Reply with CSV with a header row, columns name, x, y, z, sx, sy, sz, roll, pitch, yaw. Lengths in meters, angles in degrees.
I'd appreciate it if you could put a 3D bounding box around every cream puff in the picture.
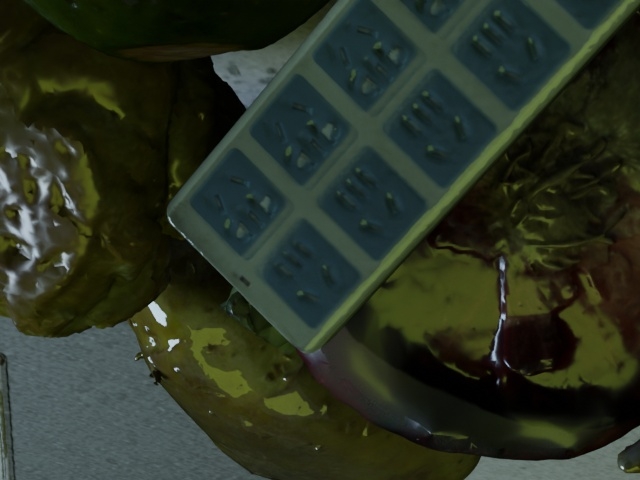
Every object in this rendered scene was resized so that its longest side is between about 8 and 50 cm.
name,x,y,z,sx,sy,sz,roll,pitch,yaw
cream puff,-0.162,-0.066,1.033,0.196,0.244,0.244,-13,172,-42

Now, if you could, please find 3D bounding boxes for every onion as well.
name,x,y,z,sx,sy,sz,roll,pitch,yaw
onion,0.103,-0.023,1.031,0.272,0.195,0.272,2,109,5

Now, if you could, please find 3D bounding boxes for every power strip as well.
name,x,y,z,sx,sy,sz,roll,pitch,yaw
power strip,0.064,-0.095,0.885,0.106,0.043,0.367,44,119,5

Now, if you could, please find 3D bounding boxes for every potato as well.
name,x,y,z,sx,sy,sz,roll,pitch,yaw
potato,-0.020,0.091,1.319,0.296,0.141,0.192,36,165,-30

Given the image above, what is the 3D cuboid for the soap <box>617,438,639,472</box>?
name,x,y,z,sx,sy,sz,roll,pitch,yaw
soap,0.374,0.101,1.037,0.335,0.156,0.293,-41,132,10

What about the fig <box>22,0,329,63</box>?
name,x,y,z,sx,sy,sz,roll,pitch,yaw
fig,-0.051,-0.173,0.860,0.195,0.195,0.245,-14,176,38

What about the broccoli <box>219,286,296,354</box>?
name,x,y,z,sx,sy,sz,roll,pitch,yaw
broccoli,0.000,0.000,1.172,0.146,0.138,0.162,35,178,35
